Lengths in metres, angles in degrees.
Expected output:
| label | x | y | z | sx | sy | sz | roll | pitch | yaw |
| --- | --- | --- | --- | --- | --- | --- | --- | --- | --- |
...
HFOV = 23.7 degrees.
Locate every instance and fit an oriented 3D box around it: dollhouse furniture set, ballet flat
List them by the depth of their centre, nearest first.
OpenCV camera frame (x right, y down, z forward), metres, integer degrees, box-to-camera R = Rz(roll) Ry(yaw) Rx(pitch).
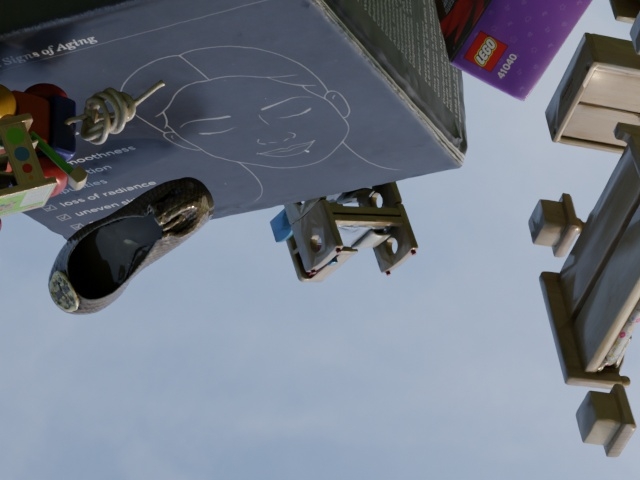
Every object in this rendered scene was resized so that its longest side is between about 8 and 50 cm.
| label | x | y | z | sx | sy | sz | roll | pitch | yaw |
| --- | --- | --- | --- | --- | --- | --- | --- | --- | --- |
| dollhouse furniture set | 0.330 | -0.035 | 1.338 | 0.174 | 0.303 | 0.355 | 8 | -137 | -14 |
| ballet flat | -0.205 | 0.011 | 1.553 | 0.084 | 0.250 | 0.058 | 58 | -144 | -3 |
| dollhouse furniture set | 0.000 | 0.000 | 1.832 | 0.129 | 0.184 | 0.129 | 2 | -120 | -39 |

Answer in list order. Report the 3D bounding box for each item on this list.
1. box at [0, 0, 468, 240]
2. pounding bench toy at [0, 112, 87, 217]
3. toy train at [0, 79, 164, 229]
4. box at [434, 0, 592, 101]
| label | x | y | z | sx | sy | sz | roll | pitch | yaw |
| --- | --- | --- | --- | --- | --- | --- | --- | --- | --- |
| box | -0.159 | -0.233 | 1.503 | 0.472 | 0.480 | 0.297 | 36 | -134 | -62 |
| pounding bench toy | -0.221 | -0.061 | 1.133 | 0.083 | 0.052 | 0.065 | -16 | -102 | -25 |
| toy train | -0.267 | -0.107 | 1.270 | 0.143 | 0.248 | 0.105 | 31 | -140 | -40 |
| box | 0.166 | -0.249 | 0.921 | 0.057 | 0.293 | 0.201 | 26 | -156 | -14 |
